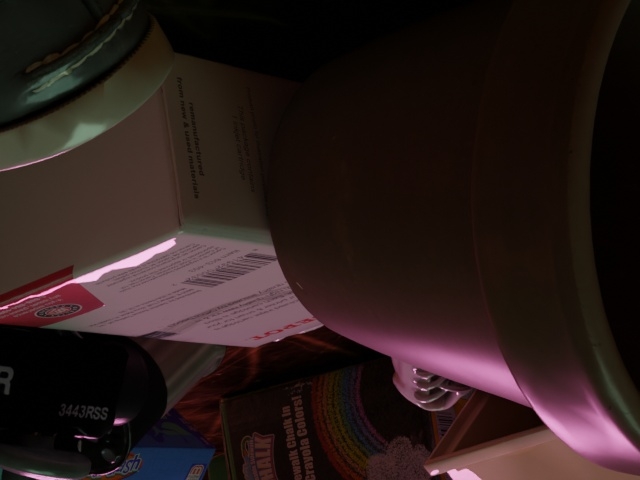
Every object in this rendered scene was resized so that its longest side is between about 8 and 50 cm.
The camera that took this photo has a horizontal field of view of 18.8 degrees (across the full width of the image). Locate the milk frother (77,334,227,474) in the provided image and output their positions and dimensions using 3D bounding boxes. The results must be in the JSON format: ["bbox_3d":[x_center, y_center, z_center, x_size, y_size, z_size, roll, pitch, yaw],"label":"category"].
[{"bbox_3d":[-0.139,0.058,1.305,0.135,0.129,0.143,-46,167,-52],"label":"milk frother"}]

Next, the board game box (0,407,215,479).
[{"bbox_3d":[-0.203,0.124,1.401,0.210,0.160,0.047,7,115,-49],"label":"board game box"}]

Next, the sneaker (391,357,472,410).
[{"bbox_3d":[0.095,0.079,1.519,0.094,0.091,0.258,-11,165,5],"label":"sneaker"}]

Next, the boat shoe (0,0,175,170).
[{"bbox_3d":[-0.214,-0.074,0.808,0.319,0.116,0.099,-10,124,28],"label":"boat shoe"}]

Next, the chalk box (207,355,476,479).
[{"bbox_3d":[0.024,0.226,1.865,0.289,0.180,0.179,-16,164,28],"label":"chalk box"}]

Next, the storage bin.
[{"bbox_3d":[0.260,0.110,1.481,0.262,0.123,0.260,-24,-162,42],"label":"storage bin"}]

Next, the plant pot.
[{"bbox_3d":[0.106,-0.023,0.922,0.229,0.263,0.263,1,177,44],"label":"plant pot"}]

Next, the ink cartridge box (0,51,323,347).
[{"bbox_3d":[-0.058,-0.014,1.056,0.172,0.100,0.237,-20,161,37],"label":"ink cartridge box"}]

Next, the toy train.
[{"bbox_3d":[-0.257,0.059,1.099,0.190,0.142,0.334,13,-179,41],"label":"toy train"}]
